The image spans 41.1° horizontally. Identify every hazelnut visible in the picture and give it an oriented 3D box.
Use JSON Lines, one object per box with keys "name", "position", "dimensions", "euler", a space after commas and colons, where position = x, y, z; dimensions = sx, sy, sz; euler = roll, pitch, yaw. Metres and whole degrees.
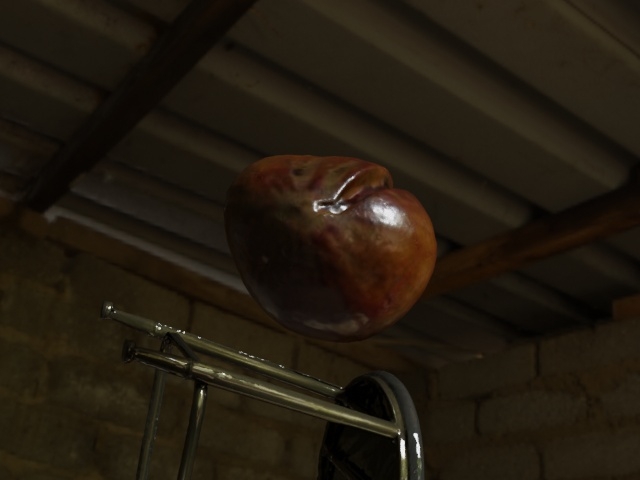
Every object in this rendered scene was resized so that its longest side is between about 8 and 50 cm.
{"name": "hazelnut", "position": [0.000, 0.000, 0.791], "dimensions": [0.204, 0.178, 0.178], "euler": [42, -18, 21]}

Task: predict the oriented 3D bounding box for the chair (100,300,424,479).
{"name": "chair", "position": [-0.105, 0.308, 1.146], "dimensions": [0.410, 0.361, 0.365], "euler": [10, 0, -19]}
